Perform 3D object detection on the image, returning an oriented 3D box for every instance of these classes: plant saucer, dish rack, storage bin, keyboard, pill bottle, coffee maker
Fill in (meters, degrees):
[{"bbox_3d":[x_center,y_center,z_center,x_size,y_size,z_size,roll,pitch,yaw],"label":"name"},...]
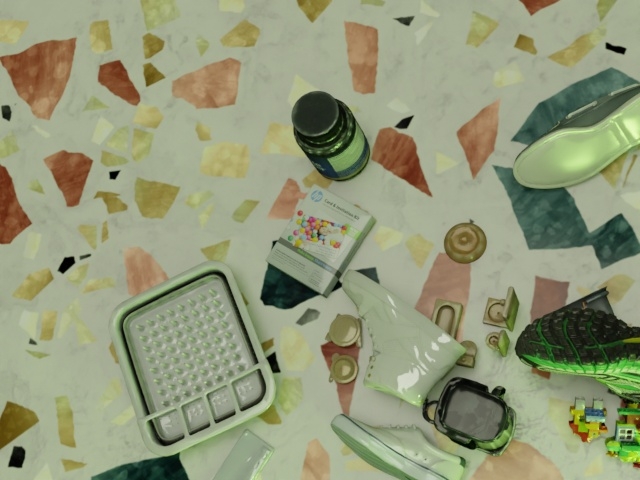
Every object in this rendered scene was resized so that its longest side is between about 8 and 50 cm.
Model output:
[{"bbox_3d":[0.279,0.003,1.931,0.083,0.015,0.083,-4,72,14],"label":"plant saucer"},{"bbox_3d":[-0.248,0.233,1.978,0.285,0.072,0.333,-26,68,7],"label":"dish rack"},{"bbox_3d":[0.472,0.152,1.794,0.135,0.098,0.091,-27,78,6],"label":"storage bin"},{"bbox_3d":[-0.187,0.487,1.915,0.072,0.014,0.256,31,83,27],"label":"keyboard"},{"bbox_3d":[0.017,-0.206,1.959,0.123,0.219,0.123,-5,72,14],"label":"pill bottle"},{"bbox_3d":[0.251,0.311,1.755,0.171,0.178,0.120,-6,71,14],"label":"coffee maker"}]

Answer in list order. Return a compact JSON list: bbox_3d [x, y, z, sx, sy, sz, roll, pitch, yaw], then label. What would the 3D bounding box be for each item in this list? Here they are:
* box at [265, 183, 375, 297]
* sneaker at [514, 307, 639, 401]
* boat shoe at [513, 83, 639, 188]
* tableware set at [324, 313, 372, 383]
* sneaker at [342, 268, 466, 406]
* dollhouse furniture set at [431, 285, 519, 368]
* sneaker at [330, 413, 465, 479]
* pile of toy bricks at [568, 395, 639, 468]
[{"bbox_3d":[0.000,0.000,1.999,0.145,0.038,0.186,30,82,22],"label":"box"},{"bbox_3d":[0.503,0.217,1.707,0.343,0.146,0.134,9,41,7],"label":"sneaker"},{"bbox_3d":[0.512,-0.201,1.904,0.319,0.116,0.099,-28,25,13],"label":"boat shoe"},{"bbox_3d":[0.086,0.214,1.918,0.169,0.020,0.141,4,74,19],"label":"tableware set"},{"bbox_3d":[0.109,0.183,1.846,0.292,0.108,0.169,36,89,38],"label":"sneaker"},{"bbox_3d":[0.269,0.153,1.828,0.151,0.123,0.144,11,76,19],"label":"dollhouse furniture set"},{"bbox_3d":[0.143,0.377,1.824,0.258,0.094,0.091,28,64,17],"label":"sneaker"},{"bbox_3d":[0.539,0.339,1.717,0.212,0.118,0.105,2,106,7],"label":"pile of toy bricks"}]
